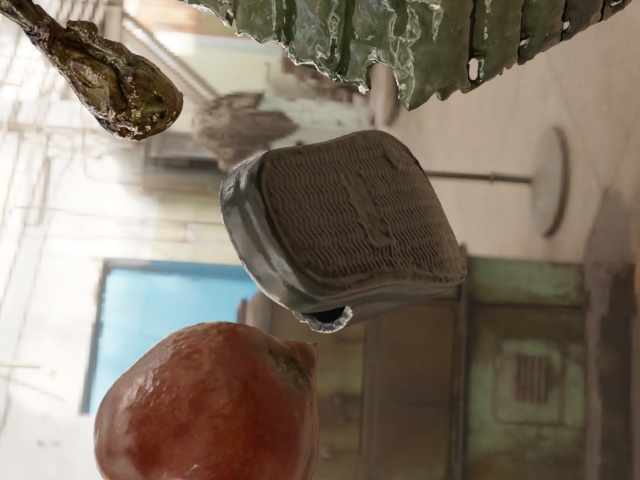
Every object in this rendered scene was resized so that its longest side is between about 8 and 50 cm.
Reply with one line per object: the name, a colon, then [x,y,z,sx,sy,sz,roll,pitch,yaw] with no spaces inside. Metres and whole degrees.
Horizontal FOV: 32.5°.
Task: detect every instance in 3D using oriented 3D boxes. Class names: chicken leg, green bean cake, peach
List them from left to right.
chicken leg: [-0.193,-0.151,0.907,0.070,0.178,0.093,-54,13,-14]
peach: [-0.098,0.194,1.129,0.232,0.256,0.232,55,167,19]
green bean cake: [0.032,-0.148,0.461,0.181,0.173,0.094,35,138,35]

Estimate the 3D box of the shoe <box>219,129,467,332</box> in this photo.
shoe: [0.000,0.000,0.638,0.241,0.093,0.108,-6,-110,-63]
